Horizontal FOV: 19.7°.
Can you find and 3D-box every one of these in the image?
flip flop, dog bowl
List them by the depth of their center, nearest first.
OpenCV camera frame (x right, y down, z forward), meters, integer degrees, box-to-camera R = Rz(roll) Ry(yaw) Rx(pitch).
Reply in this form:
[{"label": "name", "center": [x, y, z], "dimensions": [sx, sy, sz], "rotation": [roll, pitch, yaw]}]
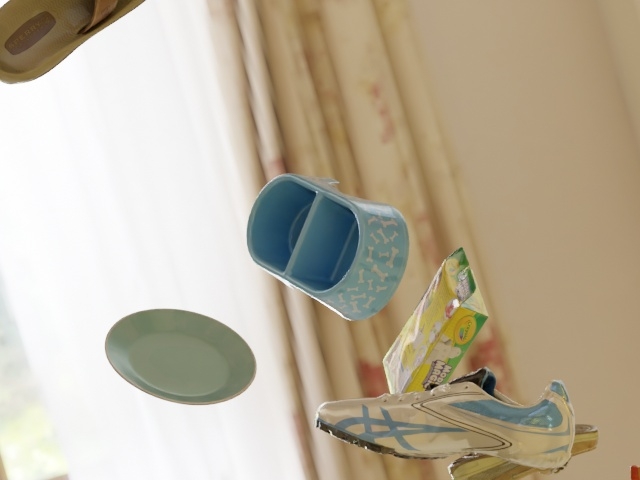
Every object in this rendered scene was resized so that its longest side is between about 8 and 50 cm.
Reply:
[{"label": "flip flop", "center": [-0.260, -0.280, 1.991], "dimensions": [0.277, 0.112, 0.080], "rotation": [-43, 174, -15]}, {"label": "dog bowl", "center": [0.000, 0.000, 2.530], "dimensions": [0.074, 0.166, 0.297], "rotation": [19, -175, -37]}]

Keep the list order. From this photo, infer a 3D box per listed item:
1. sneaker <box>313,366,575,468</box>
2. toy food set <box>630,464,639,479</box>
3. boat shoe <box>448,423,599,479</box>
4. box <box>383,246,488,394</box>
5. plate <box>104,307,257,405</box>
[{"label": "sneaker", "center": [0.110, 0.154, 1.636], "dimensions": [0.237, 0.086, 0.085], "rotation": [1, 171, 20]}, {"label": "toy food set", "center": [0.433, 0.302, 2.164], "dimensions": [0.104, 0.111, 0.232], "rotation": [-6, 172, 17]}, {"label": "boat shoe", "center": [0.198, 0.214, 1.764], "dimensions": [0.153, 0.048, 0.056], "rotation": [-19, -179, 18]}, {"label": "box", "center": [0.136, 0.103, 2.112], "dimensions": [0.043, 0.179, 0.105], "rotation": [20, -153, -18]}, {"label": "plate", "center": [-0.171, 0.146, 2.241], "dimensions": [0.188, 0.024, 0.188], "rotation": [11, -148, -7]}]
